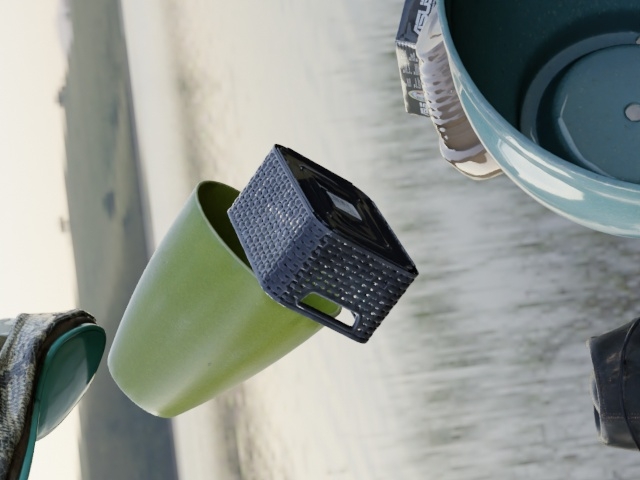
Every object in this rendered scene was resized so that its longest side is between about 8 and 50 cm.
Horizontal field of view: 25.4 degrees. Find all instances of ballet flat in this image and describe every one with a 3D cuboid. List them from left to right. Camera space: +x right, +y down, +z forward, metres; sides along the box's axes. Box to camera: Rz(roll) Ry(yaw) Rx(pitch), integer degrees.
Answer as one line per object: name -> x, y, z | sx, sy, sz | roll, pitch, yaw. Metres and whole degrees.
ballet flat -> -0.367, 0.176, 1.570 | 0.483, 0.182, 0.164 | -80, 7, -71

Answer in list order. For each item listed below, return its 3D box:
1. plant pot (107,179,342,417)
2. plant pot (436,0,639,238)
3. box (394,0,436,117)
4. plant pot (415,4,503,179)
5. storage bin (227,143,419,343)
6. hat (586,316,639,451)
plant pot -> -0.165, 0.113, 2.070 | 0.293, 0.275, 0.275 | -47, 27, 16
plant pot -> 0.225, -0.121, 0.972 | 0.196, 0.293, 0.293 | 79, -179, -66
box -> 0.152, -0.294, 1.777 | 0.270, 0.060, 0.216 | 61, -137, -76
plant pot -> 0.162, -0.180, 1.249 | 0.237, 0.109, 0.237 | -48, 16, 19
storage bin -> 0.000, 0.000, 1.312 | 0.084, 0.122, 0.180 | -54, 29, 16
hat -> 0.388, 0.171, 1.716 | 0.331, 0.134, 0.331 | -7, -90, -69
